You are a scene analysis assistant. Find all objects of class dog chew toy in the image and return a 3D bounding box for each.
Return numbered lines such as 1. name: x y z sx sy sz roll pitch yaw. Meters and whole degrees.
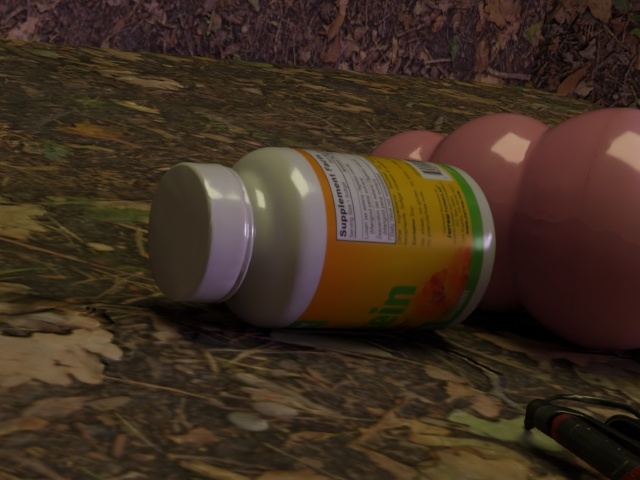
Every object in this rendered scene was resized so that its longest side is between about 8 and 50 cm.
1. dog chew toy: 0.176 -0.022 1.137 0.331 0.207 0.206 10 10 27

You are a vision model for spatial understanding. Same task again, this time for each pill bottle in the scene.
1. pill bottle: 0.000 0.000 0.995 0.245 0.136 0.136 3 15 -33

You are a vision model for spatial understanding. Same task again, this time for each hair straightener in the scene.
1. hair straightener: 0.210 0.145 0.794 0.089 0.047 0.230 4 11 -32
